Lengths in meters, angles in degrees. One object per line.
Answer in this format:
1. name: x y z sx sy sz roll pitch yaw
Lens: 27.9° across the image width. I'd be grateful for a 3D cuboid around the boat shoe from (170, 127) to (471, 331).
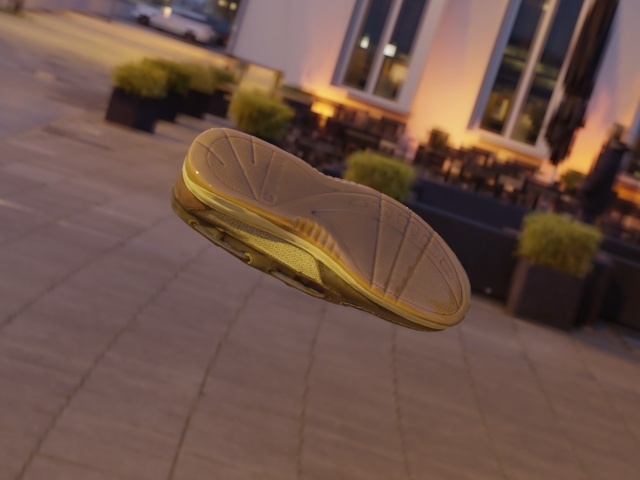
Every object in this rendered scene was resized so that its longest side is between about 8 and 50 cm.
1. boat shoe: 0.000 0.000 0.612 0.152 0.056 0.049 32 -38 -9
